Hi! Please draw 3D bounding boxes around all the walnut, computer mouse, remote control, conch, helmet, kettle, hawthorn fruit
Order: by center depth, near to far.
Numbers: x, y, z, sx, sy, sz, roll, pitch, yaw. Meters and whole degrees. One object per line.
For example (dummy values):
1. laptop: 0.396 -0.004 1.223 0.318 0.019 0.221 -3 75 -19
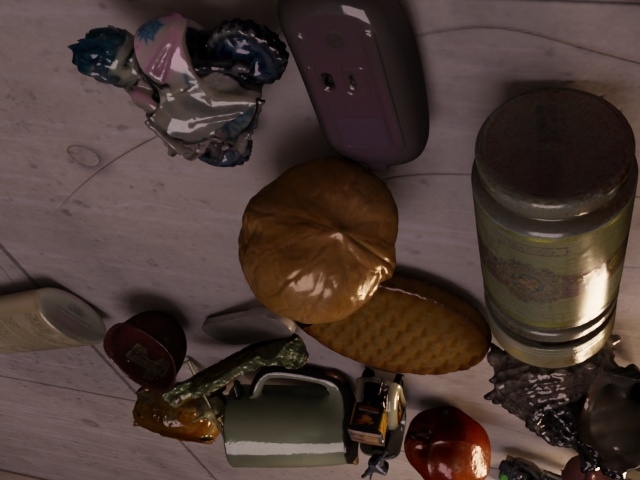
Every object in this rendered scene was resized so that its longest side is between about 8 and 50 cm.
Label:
1. computer mouse: 0.037 -0.159 0.745 0.120 0.057 0.232 4 146 24
2. walnut: 0.000 0.000 0.885 0.193 0.193 0.225 23 165 -12
3. conch: 0.376 0.202 1.100 0.312 0.186 0.241 19 149 33
4. remote control: -0.128 0.149 1.342 0.077 0.022 0.245 34 152 -27
5. helmet: -0.304 0.182 1.420 0.155 0.106 0.175 24 139 12
6. hawthorn fruit: 0.229 0.387 1.464 0.156 0.157 0.194 -13 145 39
7. kettle: -0.055 0.346 1.531 0.255 0.165 0.241 -1 117 14

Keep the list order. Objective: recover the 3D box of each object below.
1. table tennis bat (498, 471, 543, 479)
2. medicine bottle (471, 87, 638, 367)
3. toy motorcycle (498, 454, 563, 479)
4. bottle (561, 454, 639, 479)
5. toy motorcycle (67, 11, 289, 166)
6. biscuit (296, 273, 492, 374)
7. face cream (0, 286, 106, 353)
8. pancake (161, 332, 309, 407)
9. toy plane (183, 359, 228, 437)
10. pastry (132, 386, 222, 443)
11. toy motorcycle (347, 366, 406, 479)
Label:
1. table tennis bat: 0.527 0.559 1.736 0.256 0.039 0.160 16 150 9
2. medicine bottle: 0.243 0.000 0.818 0.151 0.151 0.322 4 148 19
3. toy motorcycle: 0.480 0.513 1.607 0.229 0.094 0.129 23 -172 17
4. bottle: 0.594 0.487 1.502 0.253 0.121 0.120 19 150 -2
5. toy motorcycle: -0.150 -0.158 0.785 0.203 0.108 0.239 13 139 -11
6. biscuit: 0.109 0.130 1.209 0.317 0.040 0.318 13 151 7
7. face cream: -0.595 0.168 1.554 0.348 0.081 0.173 -11 140 38
8. pancake: -0.152 0.236 1.364 0.376 0.197 0.054 -27 89 45
9. toy plane: -0.226 0.353 1.646 0.092 0.229 0.244 -26 177 -5
10. pastry: -0.342 0.409 1.823 0.218 0.100 0.229 -9 147 43
11. toy motorcycle: 0.109 0.338 1.440 0.090 0.157 0.263 8 147 16
